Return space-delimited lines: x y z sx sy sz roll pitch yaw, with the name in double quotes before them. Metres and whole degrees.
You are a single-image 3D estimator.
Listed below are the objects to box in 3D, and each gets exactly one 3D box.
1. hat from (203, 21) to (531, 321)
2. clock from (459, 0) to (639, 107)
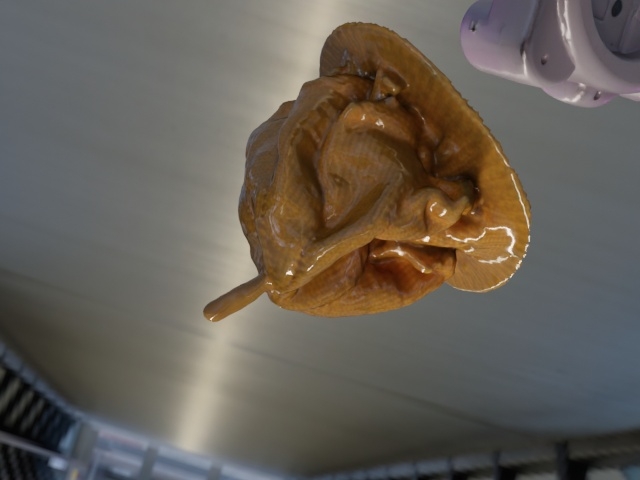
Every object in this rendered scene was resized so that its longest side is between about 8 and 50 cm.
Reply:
"hat" 0.000 0.000 1.018 0.233 0.233 0.244 39 151 27
"clock" 0.306 -0.285 1.383 0.322 0.296 0.113 9 -170 -47
